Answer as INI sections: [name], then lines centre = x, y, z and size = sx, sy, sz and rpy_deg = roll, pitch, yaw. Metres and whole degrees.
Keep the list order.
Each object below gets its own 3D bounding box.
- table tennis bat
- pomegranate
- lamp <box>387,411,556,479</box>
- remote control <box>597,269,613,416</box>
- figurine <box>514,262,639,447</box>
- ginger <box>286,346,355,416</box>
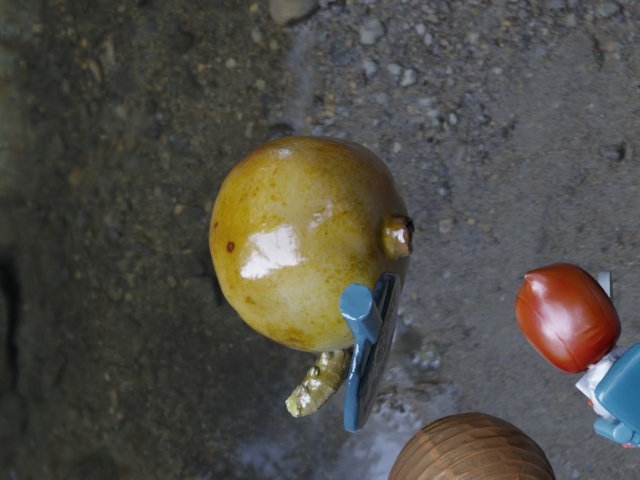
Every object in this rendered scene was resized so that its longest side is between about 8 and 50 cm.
[table tennis bat]
centre = 0.063, 0.132, 1.200
size = 0.044, 0.329, 0.215
rpy_deg = 14, 70, 13
[pomegranate]
centre = 0.000, 0.000, 1.742
size = 0.416, 0.416, 0.417
rpy_deg = 3, 95, 34
[lamp]
centre = 0.116, 0.200, 0.717
size = 0.136, 0.136, 0.137
rpy_deg = 3, 95, 34
[remote control]
centre = 0.440, 0.158, 1.431
size = 0.022, 0.077, 0.245
rpy_deg = -2, 60, 20
[figurine]
centre = 0.179, 0.073, 0.608
size = 0.068, 0.075, 0.140
rpy_deg = -42, 88, -3
[ginger]
centre = 0.011, 0.291, 1.996
size = 0.081, 0.205, 0.115
rpy_deg = 42, 156, 9
